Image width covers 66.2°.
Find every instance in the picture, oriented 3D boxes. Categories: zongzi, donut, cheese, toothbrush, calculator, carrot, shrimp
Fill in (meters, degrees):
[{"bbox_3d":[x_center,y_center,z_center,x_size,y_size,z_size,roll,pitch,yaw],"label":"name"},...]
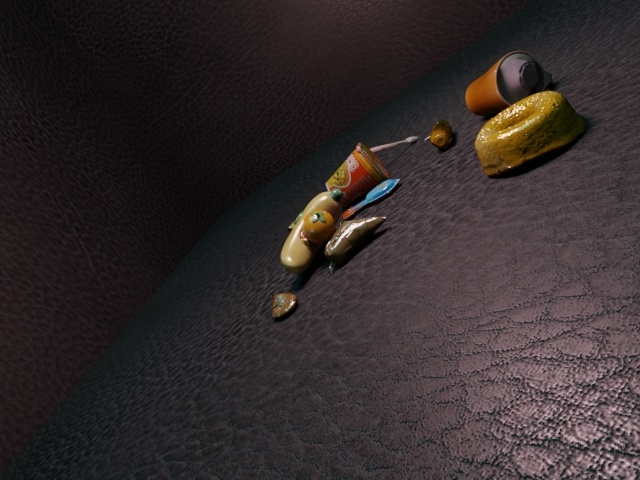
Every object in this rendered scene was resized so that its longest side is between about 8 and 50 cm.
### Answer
[{"bbox_3d":[0.104,0.002,1.482,0.178,0.081,0.189,-15,31,42],"label":"zongzi"},{"bbox_3d":[0.533,-0.285,1.288,0.277,0.108,0.278,-35,17,12],"label":"donut"},{"bbox_3d":[0.184,-0.153,1.803,0.256,0.037,0.106,-34,15,18],"label":"cheese"},{"bbox_3d":[0.299,-0.398,2.060,0.307,0.025,0.029,-21,15,-31],"label":"toothbrush"},{"bbox_3d":[0.000,0.000,1.801,0.161,0.021,0.262,-37,17,2],"label":"calculator"},{"bbox_3d":[0.445,-0.388,1.807,0.082,0.082,0.173,-30,17,24],"label":"carrot"},{"bbox_3d":[-0.123,0.190,1.506,0.091,0.043,0.184,-44,18,-9],"label":"shrimp"}]

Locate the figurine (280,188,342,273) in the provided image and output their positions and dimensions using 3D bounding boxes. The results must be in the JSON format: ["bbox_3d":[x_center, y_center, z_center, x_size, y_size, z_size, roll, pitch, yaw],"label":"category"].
[{"bbox_3d":[-0.021,-0.030,1.612,0.222,0.124,0.325,-42,15,55],"label":"figurine"}]

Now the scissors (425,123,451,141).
[{"bbox_3d":[0.475,-0.440,1.999,0.119,0.014,0.058,-35,15,-3],"label":"scissors"}]

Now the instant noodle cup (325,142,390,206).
[{"bbox_3d":[0.135,-0.248,1.937,0.212,0.193,0.193,-40,14,20],"label":"instant noodle cup"}]

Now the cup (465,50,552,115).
[{"bbox_3d":[0.629,-0.512,1.651,0.226,0.183,0.264,-7,4,-12],"label":"cup"}]

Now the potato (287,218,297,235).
[{"bbox_3d":[-0.066,-0.034,1.954,0.149,0.081,0.120,-47,-22,-44],"label":"potato"}]
